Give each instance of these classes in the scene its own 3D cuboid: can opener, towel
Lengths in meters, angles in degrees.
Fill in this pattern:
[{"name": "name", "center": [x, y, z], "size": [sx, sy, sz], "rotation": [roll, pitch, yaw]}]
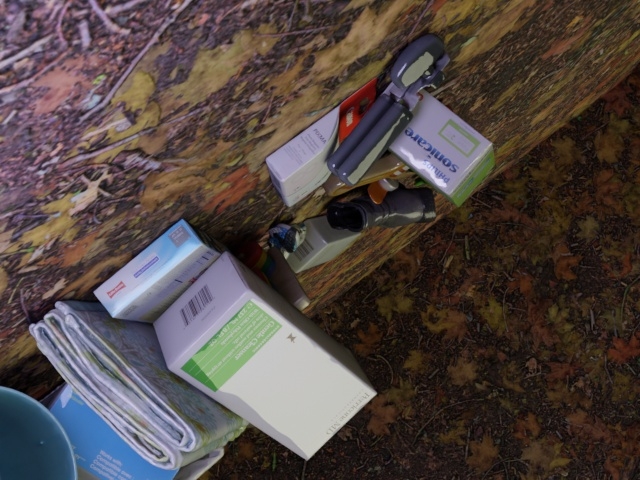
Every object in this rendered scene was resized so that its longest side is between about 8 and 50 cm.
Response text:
[{"name": "can opener", "center": [0.107, -0.220, 1.342], "size": [0.093, 0.074, 0.280], "rotation": [31, 100, -39]}, {"name": "towel", "center": [-0.289, 0.234, 1.344], "size": [0.090, 0.320, 0.374], "rotation": [-48, 170, 1]}]

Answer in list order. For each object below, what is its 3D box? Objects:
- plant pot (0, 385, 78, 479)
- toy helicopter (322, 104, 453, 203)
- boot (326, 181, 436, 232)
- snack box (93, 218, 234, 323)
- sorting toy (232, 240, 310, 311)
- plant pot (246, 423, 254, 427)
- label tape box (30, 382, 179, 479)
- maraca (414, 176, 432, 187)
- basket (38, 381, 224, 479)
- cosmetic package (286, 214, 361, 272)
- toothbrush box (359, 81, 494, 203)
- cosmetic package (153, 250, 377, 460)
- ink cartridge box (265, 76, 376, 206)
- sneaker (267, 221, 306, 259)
[{"name": "plant pot", "center": [-0.554, 0.383, 1.243], "size": [0.293, 0.293, 0.235], "rotation": [-30, -177, -38]}, {"name": "toy helicopter", "center": [0.147, -0.160, 1.770], "size": [0.355, 0.140, 0.235], "rotation": [-19, 171, -31]}, {"name": "boot", "center": [0.111, -0.078, 1.966], "size": [0.223, 0.118, 0.338], "rotation": [-9, 180, -20]}, {"name": "snack box", "center": [-0.257, 0.065, 1.432], "size": [0.187, 0.060, 0.322], "rotation": [-40, 170, -1]}, {"name": "sorting toy", "center": [-0.175, 0.122, 1.620], "size": [0.257, 0.089, 0.255], "rotation": [-40, -153, 2]}, {"name": "plant pot", "center": [-0.208, 0.249, 1.867], "size": [0.323, 0.323, 0.280], "rotation": [-37, 154, -3]}, {"name": "label tape box", "center": [-0.401, 0.381, 1.438], "size": [0.348, 0.249, 0.115], "rotation": [-32, -155, 51]}, {"name": "maraca", "center": [0.344, -0.193, 2.311], "size": [0.127, 0.099, 0.186], "rotation": [-35, -165, -31]}, {"name": "basket", "center": [-0.422, 0.428, 1.767], "size": [0.331, 0.328, 0.266], "rotation": [-37, 174, -9]}, {"name": "cosmetic package", "center": [0.000, 0.000, 1.997], "size": [0.117, 0.085, 0.231], "rotation": [-41, 171, 21]}, {"name": "toothbrush box", "center": [0.208, -0.179, 1.508], "size": [0.122, 0.206, 0.283], "rotation": [-51, 168, 8]}, {"name": "cosmetic package", "center": [-0.094, 0.212, 1.448], "size": [0.197, 0.365, 0.155], "rotation": [-46, -147, 4]}, {"name": "ink cartridge box", "center": [0.017, -0.162, 1.398], "size": [0.232, 0.066, 0.189], "rotation": [-33, 170, -5]}, {"name": "sneaker", "center": [-0.065, -0.015, 1.773], "size": [0.083, 0.071, 0.191], "rotation": [-42, 180, -14]}]
